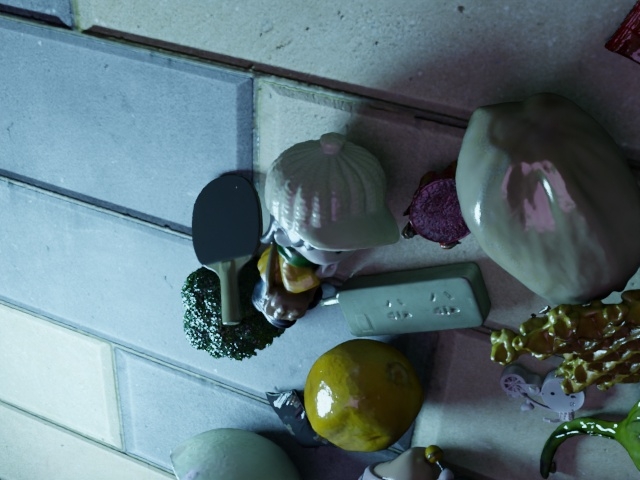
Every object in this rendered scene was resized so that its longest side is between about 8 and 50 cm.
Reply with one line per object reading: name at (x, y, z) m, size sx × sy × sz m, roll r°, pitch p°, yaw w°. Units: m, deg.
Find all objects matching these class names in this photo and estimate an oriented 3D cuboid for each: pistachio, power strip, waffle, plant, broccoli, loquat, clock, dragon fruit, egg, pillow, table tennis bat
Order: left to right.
table tennis bat at (-0.150, 0.013, 1.289) m, size 0.138 × 0.022 × 0.246 m, roll -13°, pitch 75°, yaw 28°
broccoli at (-0.149, 0.116, 1.371) m, size 0.195 × 0.156 × 0.195 m, roll 0°, pitch 90°, yaw 0°
egg at (-0.137, 0.484, 1.544) m, size 0.337 × 0.201 × 0.337 m, roll 52°, pitch 168°, yaw 16°
pillow at (-0.038, 0.339, 1.506) m, size 0.090 × 0.048 × 0.150 m, roll -25°, pitch 108°, yaw 34°
loquat at (0.067, 0.254, 1.316) m, size 0.187 × 0.176 × 0.234 m, roll 39°, pitch 141°, yaw 1°
power strip at (0.122, 0.098, 1.269) m, size 0.288 × 0.053 × 0.093 m, roll -10°, pitch 114°, yaw 31°
dragon fruit at (0.181, -0.052, 1.138) m, size 0.112 × 0.068 × 0.126 m, roll 22°, pitch 115°, yaw -6°
clock at (0.345, 0.237, 1.244) m, size 0.129 × 0.041 × 0.087 m, roll 9°, pitch 119°, yaw 18°
pistachio at (0.293, -0.038, 1.006) m, size 0.332 × 0.208 × 0.226 m, roll 48°, pitch 174°, yaw -24°
waffle at (0.387, 0.127, 1.048) m, size 0.260 × 0.069 × 0.293 m, roll -23°, pitch 149°, yaw 30°
plant at (0.446, 0.301, 1.157) m, size 0.333 × 0.180 × 0.251 m, roll -4°, pitch 107°, yaw 34°

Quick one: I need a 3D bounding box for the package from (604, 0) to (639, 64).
package at (0.439, -0.205, 0.929) m, size 0.200 × 0.022 × 0.083 m, roll 34°, pitch 130°, yaw 4°

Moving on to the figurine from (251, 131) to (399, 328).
figurine at (-0.024, -0.016, 1.201) m, size 0.204 × 0.185 × 0.332 m, roll 49°, pitch 137°, yaw 2°

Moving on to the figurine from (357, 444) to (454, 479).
figurine at (0.195, 0.449, 1.383) m, size 0.287 × 0.176 × 0.186 m, roll 10°, pitch 82°, yaw 43°
